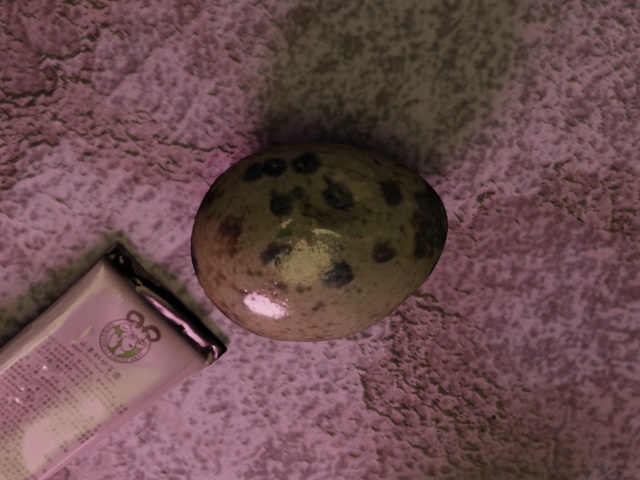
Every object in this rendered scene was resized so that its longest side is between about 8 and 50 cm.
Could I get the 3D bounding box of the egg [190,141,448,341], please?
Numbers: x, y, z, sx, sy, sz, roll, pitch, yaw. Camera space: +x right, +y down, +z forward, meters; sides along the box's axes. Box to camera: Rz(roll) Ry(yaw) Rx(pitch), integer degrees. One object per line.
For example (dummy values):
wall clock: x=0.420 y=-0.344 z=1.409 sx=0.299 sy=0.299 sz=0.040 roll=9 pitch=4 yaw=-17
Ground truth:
egg: x=0.000 y=0.000 z=1.323 sx=0.181 sy=0.141 sz=0.141 roll=-8 pitch=115 yaw=-6

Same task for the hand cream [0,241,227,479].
hand cream: x=-0.237 y=0.143 z=1.442 sx=0.336 sy=0.076 sz=0.121 roll=-38 pitch=114 yaw=10
